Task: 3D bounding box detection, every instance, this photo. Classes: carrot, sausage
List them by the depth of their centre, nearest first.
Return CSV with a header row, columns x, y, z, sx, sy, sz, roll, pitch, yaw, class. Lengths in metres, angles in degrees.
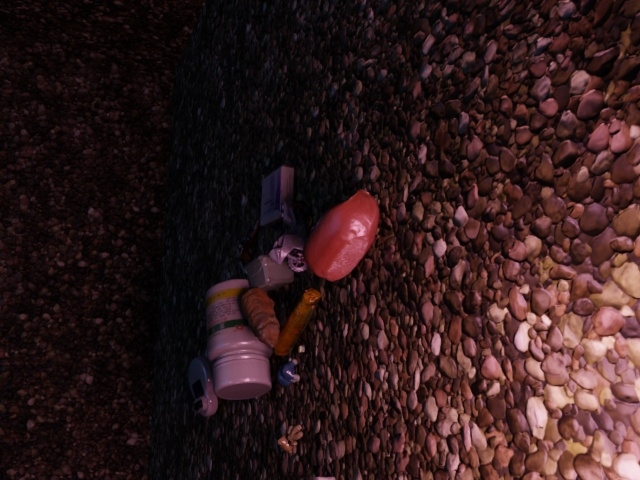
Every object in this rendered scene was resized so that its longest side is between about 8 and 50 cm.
x,y,z,sx,sy,sz,roll,pitch,yaw,class
0.047,-0.005,1.402,0.254,0.148,0.148,-57,35,41,sausage
-0.069,0.230,1.659,0.260,0.070,0.070,-62,32,37,carrot
-0.166,0.232,1.693,0.263,0.101,0.102,-129,52,-61,carrot

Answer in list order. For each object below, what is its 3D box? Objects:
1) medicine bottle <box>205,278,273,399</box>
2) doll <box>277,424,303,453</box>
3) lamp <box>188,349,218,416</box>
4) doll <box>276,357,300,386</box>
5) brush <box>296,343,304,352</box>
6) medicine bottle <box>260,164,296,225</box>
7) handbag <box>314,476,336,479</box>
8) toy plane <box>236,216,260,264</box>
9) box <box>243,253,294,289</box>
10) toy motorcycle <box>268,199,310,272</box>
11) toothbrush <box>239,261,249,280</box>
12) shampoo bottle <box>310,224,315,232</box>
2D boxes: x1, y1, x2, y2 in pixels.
x,y,z,sx,sy,sz,roll,pitch,yaw,class
-0.258,0.314,1.871,0.208,0.208,0.340,-50,40,48,medicine bottle
-0.078,0.550,1.644,0.093,0.051,0.062,-36,44,18,doll
-0.440,0.560,2.301,0.179,0.107,0.246,-42,53,49,lamp
-0.096,0.381,1.703,0.083,0.050,0.076,126,147,-48,doll
-0.056,0.304,1.670,0.083,0.021,0.019,151,121,-80,brush
-0.141,-0.141,1.935,0.201,0.052,0.171,163,111,-64,medicine bottle
-0.009,0.659,1.393,0.173,0.095,0.117,-66,27,26,handbag
-0.265,-0.003,2.143,0.135,0.062,0.189,-77,2,-79,toy plane
-0.155,0.102,1.827,0.172,0.123,0.093,-33,65,60,box
-0.090,-0.012,1.709,0.080,0.122,0.216,127,145,-71,toy motorcycle
-0.260,0.130,2.142,0.304,0.030,0.030,-134,56,-62,toothbrush
0.000,0.000,1.609,0.072,0.043,0.099,-35,52,57,shampoo bottle
